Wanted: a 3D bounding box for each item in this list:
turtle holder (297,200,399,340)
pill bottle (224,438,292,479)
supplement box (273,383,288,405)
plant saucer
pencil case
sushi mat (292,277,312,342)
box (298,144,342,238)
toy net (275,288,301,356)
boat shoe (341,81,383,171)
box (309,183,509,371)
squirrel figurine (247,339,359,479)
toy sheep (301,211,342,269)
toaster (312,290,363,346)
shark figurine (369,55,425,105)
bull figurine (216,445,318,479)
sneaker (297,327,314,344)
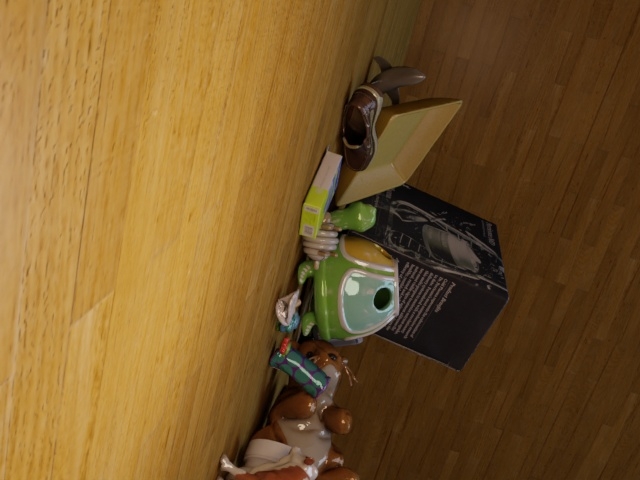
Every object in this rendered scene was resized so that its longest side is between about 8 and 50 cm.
[{"bbox_3d":[0.075,0.081,1.639,0.243,0.227,0.320,53,37,-77],"label":"turtle holder"},{"bbox_3d":[-0.140,0.600,1.418,0.188,0.188,0.334,99,10,-56],"label":"pill bottle"},{"bbox_3d":[-0.095,0.597,2.191,0.194,0.129,0.191,-32,138,-82],"label":"supplement box"},{"bbox_3d":[0.195,-0.263,1.861,0.333,0.081,0.332,-21,154,-44],"label":"plant saucer"},{"bbox_3d":[-0.050,0.314,1.634,0.070,0.152,0.064,-52,180,11],"label":"pencil case"},{"bbox_3d":[-0.032,0.141,1.979,0.151,0.019,0.316,-68,173,-51],"label":"sushi mat"},{"bbox_3d":[0.003,-0.104,1.443,0.109,0.042,0.178,101,9,-54],"label":"box"},{"bbox_3d":[-0.080,0.175,1.482,0.232,0.045,0.122,90,19,-67],"label":"toy net"},{"bbox_3d":[0.081,-0.251,1.612,0.095,0.095,0.257,-52,158,-34],"label":"boat shoe"},{"bbox_3d":[0.268,0.068,2.036,0.480,0.472,0.297,-72,-172,-61],"label":"box"},{"bbox_3d":[-0.054,0.461,1.828,0.397,0.281,0.370,127,-26,-62],"label":"squirrel figurine"},{"bbox_3d":[0.000,0.000,1.496,0.091,0.091,0.132,-12,114,-84],"label":"toy sheep"},{"bbox_3d":[0.053,0.238,2.092,0.129,0.146,0.227,73,15,-59],"label":"toaster"},{"bbox_3d":[0.142,-0.387,1.858,0.116,0.166,0.278,-24,155,-50],"label":"shark figurine"},{"bbox_3d":[-0.126,0.520,1.300,0.101,0.188,0.310,101,8,-54],"label":"bull figurine"},{"bbox_3d":[-0.052,0.321,2.105,0.217,0.079,0.121,127,-23,-81],"label":"sneaker"}]
